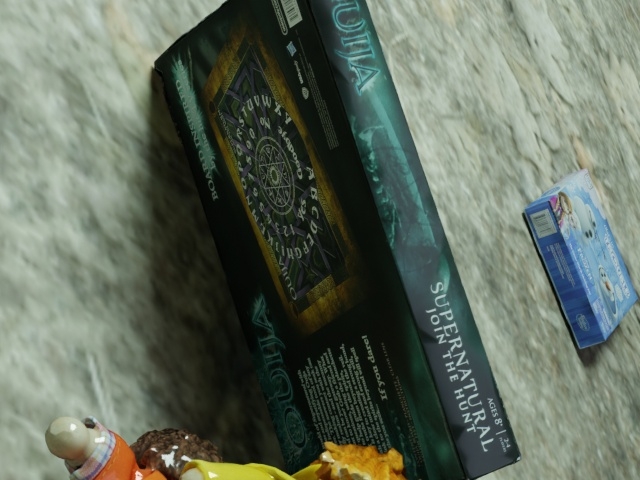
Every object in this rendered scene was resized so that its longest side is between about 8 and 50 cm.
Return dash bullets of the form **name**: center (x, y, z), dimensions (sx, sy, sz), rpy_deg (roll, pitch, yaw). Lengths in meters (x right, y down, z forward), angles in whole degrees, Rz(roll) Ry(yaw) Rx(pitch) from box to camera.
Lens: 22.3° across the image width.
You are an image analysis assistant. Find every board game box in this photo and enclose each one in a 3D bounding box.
- **board game box**: center (0.000, 0.000, 0.591), dimensions (0.026, 0.126, 0.186), rpy_deg (-17, 87, -30)
- **board game box**: center (0.159, 0.009, 0.981), dimensions (0.090, 0.020, 0.090), rpy_deg (67, 26, -6)

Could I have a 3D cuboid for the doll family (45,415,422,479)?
- **doll family**: center (0.010, 0.157, 0.505), dimensions (0.263, 0.118, 0.163), rpy_deg (65, 28, -11)
